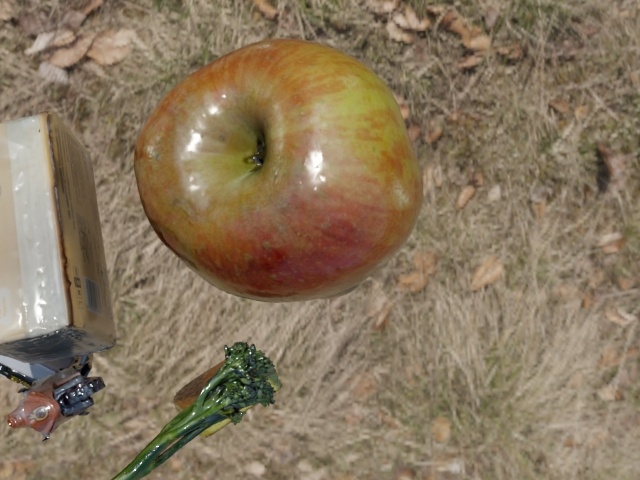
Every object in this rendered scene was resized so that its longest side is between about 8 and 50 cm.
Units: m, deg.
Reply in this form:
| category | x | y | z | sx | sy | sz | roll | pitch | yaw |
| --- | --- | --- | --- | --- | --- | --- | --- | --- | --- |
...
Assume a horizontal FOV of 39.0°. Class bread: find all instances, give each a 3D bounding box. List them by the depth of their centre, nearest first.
| category | x | y | z | sx | sy | sz | roll | pitch | yaw |
| --- | --- | --- | --- | --- | --- | --- | --- | --- | --- |
| bread | -0.232 | 0.362 | 2.186 | 0.234 | 0.184 | 0.110 | -34 | 106 | -19 |

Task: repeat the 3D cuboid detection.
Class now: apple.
| category | x | y | z | sx | sy | sz | roll | pitch | yaw |
| --- | --- | --- | --- | --- | --- | --- | --- | --- | --- |
| apple | -0.032 | -0.069 | 0.993 | 0.302 | 0.301 | 0.301 | 2 | 136 | 2 |

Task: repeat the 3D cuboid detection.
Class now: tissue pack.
| category | x | y | z | sx | sy | sz | roll | pitch | yaw |
| --- | --- | --- | --- | --- | --- | --- | --- | --- | --- |
| tissue pack | -0.427 | 0.010 | 1.255 | 0.239 | 0.305 | 0.238 | -10 | 167 | -2 |

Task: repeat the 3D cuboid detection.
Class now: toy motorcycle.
| category | x | y | z | sx | sy | sz | roll | pitch | yaw |
| --- | --- | --- | --- | --- | --- | --- | --- | --- | --- |
| toy motorcycle | -0.410 | 0.247 | 1.349 | 0.212 | 0.118 | 0.084 | -25 | 93 | 46 |

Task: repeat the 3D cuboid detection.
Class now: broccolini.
| category | x | y | z | sx | sy | sz | roll | pitch | yaw |
| --- | --- | --- | --- | --- | --- | --- | --- | --- | --- |
| broccolini | -0.117 | 0.179 | 0.827 | 0.058 | 0.201 | 0.074 | 11 | 140 | 49 |

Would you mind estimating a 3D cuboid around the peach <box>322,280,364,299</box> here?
| category | x | y | z | sx | sy | sz | roll | pitch | yaw |
| --- | --- | --- | --- | --- | --- | --- | --- | --- | --- |
| peach | 0.001 | 0.001 | 2.094 | 0.247 | 0.292 | 0.292 | -17 | 133 | 24 |

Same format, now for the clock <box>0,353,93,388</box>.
| category | x | y | z | sx | sy | sz | roll | pitch | yaw |
| --- | --- | --- | --- | --- | --- | --- | --- | --- | --- |
| clock | -0.542 | 0.215 | 1.704 | 0.186 | 0.083 | 0.253 | 26 | 175 | 0 |
